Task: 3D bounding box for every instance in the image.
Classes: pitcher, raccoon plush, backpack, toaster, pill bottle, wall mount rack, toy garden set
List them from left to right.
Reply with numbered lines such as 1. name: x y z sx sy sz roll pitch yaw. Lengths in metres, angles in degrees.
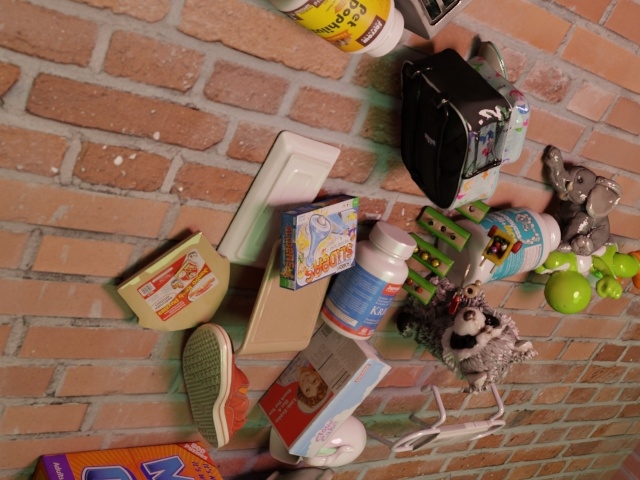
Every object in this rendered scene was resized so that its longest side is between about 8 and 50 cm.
1. pitcher: 0.015 0.461 1.847 0.207 0.177 0.125 3 99 -37
2. pill bottle: 0.029 -0.355 1.221 0.215 0.117 0.117 20 110 -45
3. pill bottle: 0.098 0.078 1.627 0.124 0.124 0.221 10 117 -42
4. wall mount rack: 0.259 0.436 1.961 0.350 0.130 0.304 4 146 -38
5. toaster: 0.177 -0.433 1.276 0.168 0.110 0.186 -43 138 -1
6. toy garden set: 0.267 0.032 1.658 0.244 0.204 0.049 -60 160 18
7. backpack: 0.241 -0.188 1.445 0.191 0.225 0.253 -15 136 -21
8. raccoon plush: 0.377 0.245 1.849 0.216 0.299 0.446 -48 138 6
9. pill bottle: 0.396 0.008 1.781 0.264 0.146 0.146 -13 131 -30

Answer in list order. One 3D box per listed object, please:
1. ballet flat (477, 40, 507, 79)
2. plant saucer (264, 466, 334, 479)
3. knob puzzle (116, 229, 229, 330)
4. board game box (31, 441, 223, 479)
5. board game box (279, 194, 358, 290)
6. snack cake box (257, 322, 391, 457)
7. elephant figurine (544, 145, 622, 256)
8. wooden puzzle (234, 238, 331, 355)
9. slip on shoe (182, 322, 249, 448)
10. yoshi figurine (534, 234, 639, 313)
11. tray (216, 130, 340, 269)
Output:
1. ballet flat: 0.319 -0.278 1.543 0.068 0.072 0.213 -35 139 -3
2. plant saucer: -0.146 0.626 1.845 0.400 0.100 0.400 -41 172 -7
3. knob puzzle: -0.245 0.084 1.443 0.213 0.030 0.213 -21 133 -23
4. board game box: -0.369 0.654 1.576 0.356 0.356 0.356 6 120 -40
5. board game box: 0.000 0.000 1.474 0.201 0.035 0.136 -21 118 -53
6. snack cake box: 0.005 0.308 1.727 0.264 0.152 0.089 -50 138 9
7. elephant figurine: 0.593 -0.095 1.855 0.186 0.169 0.239 -28 128 -59
8. wooden puzzle: -0.059 0.105 1.542 0.221 0.044 0.239 9 106 -58
9. slip on shoe: -0.193 0.272 1.585 0.101 0.123 0.331 -34 143 -32
10. yoshi figurine: 0.664 0.101 2.034 0.362 0.203 0.203 3 128 -35
11. tray: -0.072 -0.058 1.457 0.145 0.030 0.270 13 115 -42
